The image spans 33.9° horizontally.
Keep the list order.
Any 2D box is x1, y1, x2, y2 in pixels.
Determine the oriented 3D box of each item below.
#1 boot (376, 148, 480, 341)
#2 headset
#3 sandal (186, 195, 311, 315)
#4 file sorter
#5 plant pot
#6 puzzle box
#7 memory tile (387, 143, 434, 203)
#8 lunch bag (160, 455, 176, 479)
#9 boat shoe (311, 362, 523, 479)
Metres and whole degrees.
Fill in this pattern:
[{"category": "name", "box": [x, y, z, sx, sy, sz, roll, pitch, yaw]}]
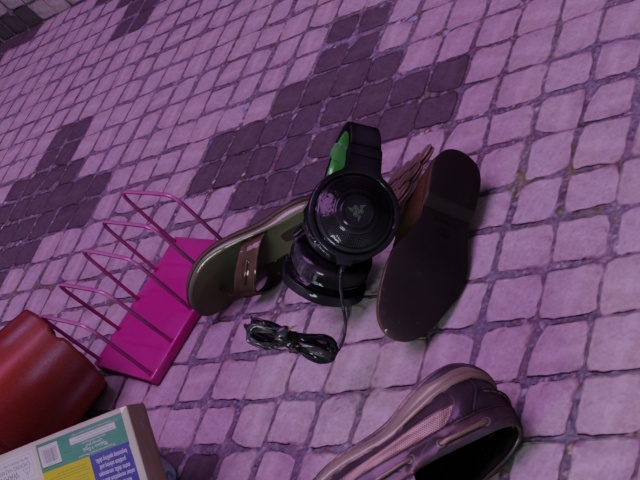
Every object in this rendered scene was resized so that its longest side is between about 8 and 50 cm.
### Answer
[{"category": "boot", "box": [0.144, 0.020, 1.504, 0.115, 0.112, 0.305, -41, 23, 59]}, {"category": "headset", "box": [0.000, 0.000, 1.507, 0.243, 0.185, 0.394, 113, 167, -51]}, {"category": "sandal", "box": [-0.099, 0.035, 1.721, 0.303, 0.120, 0.086, -34, 49, 17]}, {"category": "file sorter", "box": [-0.327, 0.074, 1.863, 0.202, 0.182, 0.291, 4, 58, 49]}, {"category": "plant pot", "box": [-0.531, 0.281, 1.822, 0.265, 0.272, 0.272, -48, 32, -18]}, {"category": "puzzle box", "box": [-0.387, 0.426, 1.498, 0.409, 0.052, 0.272, -23, 77, 19]}, {"category": "memory tile", "box": [0.124, -0.086, 1.635, 0.113, 0.012, 0.148, -59, 10, -24]}, {"category": "lunch bag", "box": [-0.330, 0.403, 1.605, 0.176, 0.090, 0.219, 20, 71, 50]}, {"category": "boat shoe", "box": [0.090, 0.297, 1.213, 0.355, 0.132, 0.130, -48, 33, -1]}]
